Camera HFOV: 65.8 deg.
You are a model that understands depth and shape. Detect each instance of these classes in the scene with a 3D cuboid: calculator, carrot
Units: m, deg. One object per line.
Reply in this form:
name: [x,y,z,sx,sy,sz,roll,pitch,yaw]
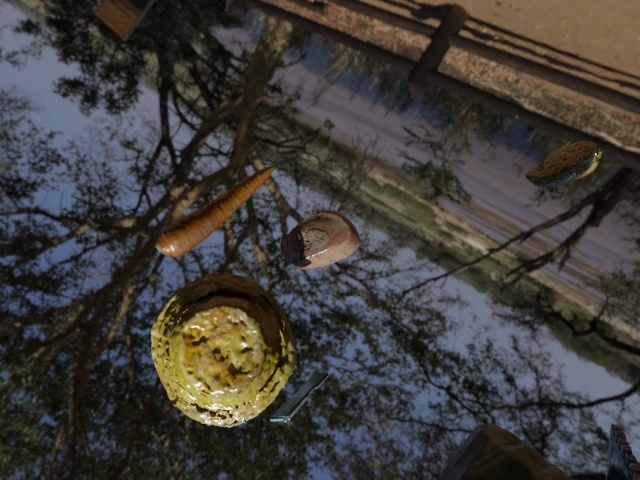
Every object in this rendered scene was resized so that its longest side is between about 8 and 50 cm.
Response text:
calculator: [-0.043,0.350,1.113,0.172,0.057,0.018,-35,-78,-50]
carrot: [-0.150,-0.048,0.741,0.048,0.216,0.048,45,161,19]

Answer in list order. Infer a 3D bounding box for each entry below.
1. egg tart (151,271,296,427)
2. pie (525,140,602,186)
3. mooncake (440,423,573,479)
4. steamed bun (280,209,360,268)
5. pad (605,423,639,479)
egg tart: [-0.183,0.201,0.936,0.294,0.294,0.123,30,165,-1]
pie: [0.599,-0.179,1.227,0.079,0.163,0.193,62,-177,-7]
mooncake: [0.392,0.503,0.885,0.356,0.194,0.356,45,172,9]
steamed bun: [0.000,0.000,1.142,0.106,0.175,0.145,69,-168,16]
pad: [0.161,0.256,0.263,0.012,0.269,0.269,4,173,26]
